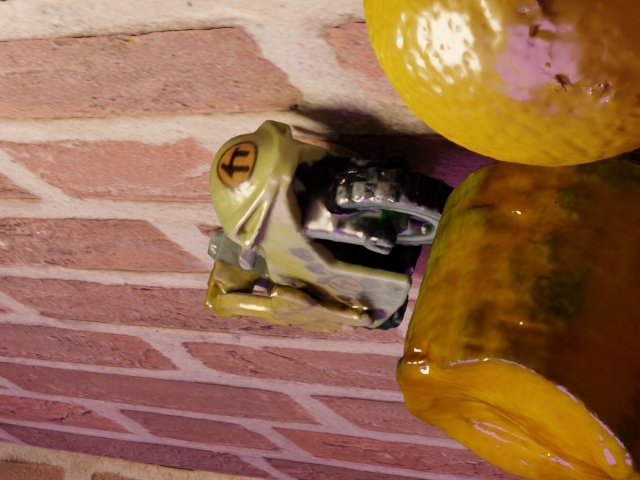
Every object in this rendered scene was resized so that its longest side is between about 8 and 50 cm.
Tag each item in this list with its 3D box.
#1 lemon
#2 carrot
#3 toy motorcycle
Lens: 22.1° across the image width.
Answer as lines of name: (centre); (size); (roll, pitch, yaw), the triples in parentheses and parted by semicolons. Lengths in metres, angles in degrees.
lemon: (0.140, -0.157, 1.017); (0.228, 0.228, 0.253); (32, 156, -36)
carrot: (0.205, 0.047, 1.372); (0.241, 0.341, 0.241); (15, 147, 10)
toy motorcycle: (0.000, 0.000, 1.614); (0.237, 0.169, 0.410); (19, 160, 0)
